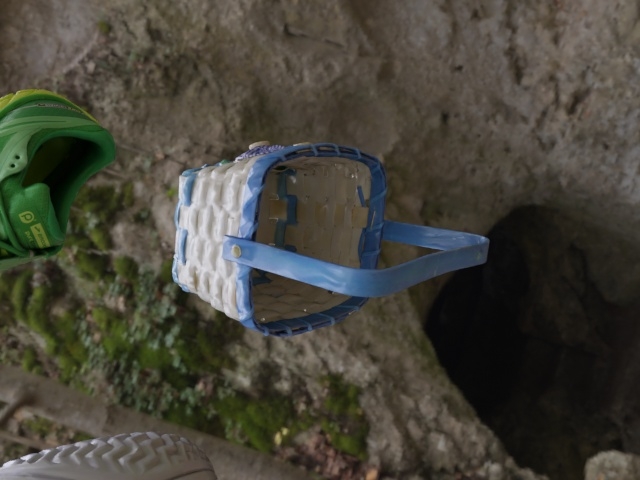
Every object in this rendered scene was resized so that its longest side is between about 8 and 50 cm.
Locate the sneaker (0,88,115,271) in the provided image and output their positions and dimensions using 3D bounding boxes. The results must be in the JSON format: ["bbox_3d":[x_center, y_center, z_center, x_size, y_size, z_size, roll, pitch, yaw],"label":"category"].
[{"bbox_3d":[-0.285,-0.021,0.698,0.295,0.123,0.109,-56,-28,-31],"label":"sneaker"}]

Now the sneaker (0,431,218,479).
[{"bbox_3d":[-0.181,0.232,0.305,0.137,0.365,0.210,86,158,-60],"label":"sneaker"}]

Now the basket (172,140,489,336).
[{"bbox_3d":[0.000,0.000,0.877,0.254,0.289,0.201,-9,-69,-55],"label":"basket"}]
